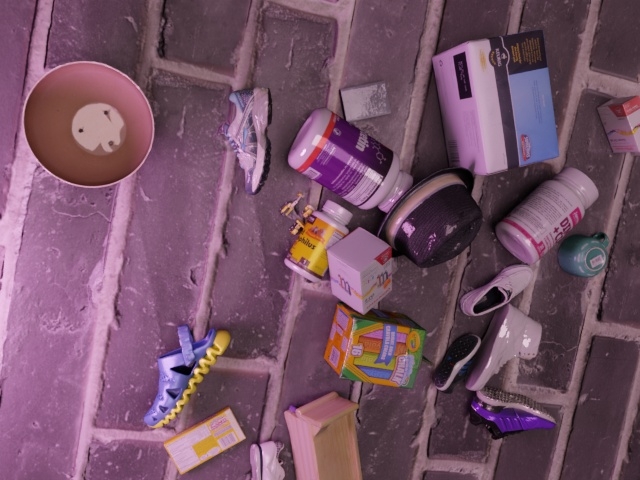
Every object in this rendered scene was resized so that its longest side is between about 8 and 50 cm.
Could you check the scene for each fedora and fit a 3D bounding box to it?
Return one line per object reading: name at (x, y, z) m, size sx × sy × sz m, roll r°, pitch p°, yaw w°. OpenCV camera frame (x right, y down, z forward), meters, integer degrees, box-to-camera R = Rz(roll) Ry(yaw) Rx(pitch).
fedora at (0.320, -0.038, 1.654) m, size 0.334 × 0.152 × 0.334 m, roll -26°, pitch 145°, yaw -20°

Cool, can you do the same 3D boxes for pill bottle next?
pill bottle at (0.085, -0.205, 1.634) m, size 0.322 × 0.181 × 0.182 m, roll 29°, pitch 90°, yaw -16°
pill bottle at (0.000, 0.000, 1.674) m, size 0.117 × 0.117 × 0.215 m, roll 31°, pitch 89°, yaw -16°
pill bottle at (0.676, -0.078, 1.807) m, size 0.283 × 0.160 × 0.160 m, roll -42°, pitch 105°, yaw -5°

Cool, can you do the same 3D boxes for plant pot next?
plant pot at (-0.544, -0.274, 1.465) m, size 0.283 × 0.191 × 0.284 m, roll -2°, pitch 98°, yaw -13°

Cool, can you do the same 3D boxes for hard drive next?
hard drive at (0.125, -0.389, 1.701) m, size 0.135 × 0.022 × 0.094 m, roll -14°, pitch 101°, yaw -12°

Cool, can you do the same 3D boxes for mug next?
mug at (0.833, 0.038, 1.894) m, size 0.129 × 0.097 × 0.158 m, roll 18°, pitch 93°, yaw -15°

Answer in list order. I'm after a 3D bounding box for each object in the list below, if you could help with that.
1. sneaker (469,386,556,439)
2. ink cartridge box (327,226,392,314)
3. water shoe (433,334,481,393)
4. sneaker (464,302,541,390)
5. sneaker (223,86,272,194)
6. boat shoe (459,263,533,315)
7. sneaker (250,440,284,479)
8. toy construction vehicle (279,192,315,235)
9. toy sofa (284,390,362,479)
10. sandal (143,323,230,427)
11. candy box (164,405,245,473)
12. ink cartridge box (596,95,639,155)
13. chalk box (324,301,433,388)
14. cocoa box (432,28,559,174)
sneaker at (0.596, 0.566, 1.916) m, size 0.293 × 0.102 × 0.146 m, roll 19°, pitch 100°, yaw -13°
ink cartridge box at (0.110, 0.084, 1.657) m, size 0.128 × 0.127 × 0.176 m, roll -37°, pitch 141°, yaw -27°
water shoe at (0.425, 0.379, 1.867) m, size 0.203 × 0.073 × 0.080 m, roll -50°, pitch 132°, yaw -4°
sneaker at (0.577, 0.358, 1.871) m, size 0.169 × 0.108 × 0.293 m, roll 29°, pitch 89°, yaw -13°
sneaker at (-0.195, -0.264, 1.613) m, size 0.122 × 0.110 × 0.283 m, roll 3°, pitch 95°, yaw 4°
boat shoe at (0.552, 0.160, 1.848) m, size 0.258 × 0.084 × 0.095 m, roll -33°, pitch 104°, yaw -7°
sneaker at (-0.147, 0.699, 1.754) m, size 0.094 × 0.090 × 0.235 m, roll -4°, pitch 100°, yaw -23°
toy construction vehicle at (-0.065, -0.073, 1.690) m, size 0.098 × 0.035 × 0.086 m, roll -45°, pitch 105°, yaw -4°
toy sofa at (0.024, 0.638, 1.769) m, size 0.150 × 0.177 × 0.363 m, roll -15°, pitch 102°, yaw -36°
sandal at (-0.383, 0.352, 1.634) m, size 0.138 × 0.126 × 0.317 m, roll 35°, pitch 80°, yaw -12°
candy box at (-0.327, 0.566, 1.718) m, size 0.205 × 0.027 × 0.105 m, roll -27°, pitch 101°, yaw -9°
ink cartridge box at (0.944, -0.336, 1.861) m, size 0.067 × 0.115 × 0.198 m, roll -30°, pitch 103°, yaw -9°
chalk box at (0.183, 0.302, 1.730) m, size 0.288 × 0.180 × 0.179 m, roll 11°, pitch 95°, yaw -16°
cocoa box at (0.483, -0.376, 1.682) m, size 0.227 × 0.231 × 0.347 m, roll -14°, pitch 101°, yaw -12°
